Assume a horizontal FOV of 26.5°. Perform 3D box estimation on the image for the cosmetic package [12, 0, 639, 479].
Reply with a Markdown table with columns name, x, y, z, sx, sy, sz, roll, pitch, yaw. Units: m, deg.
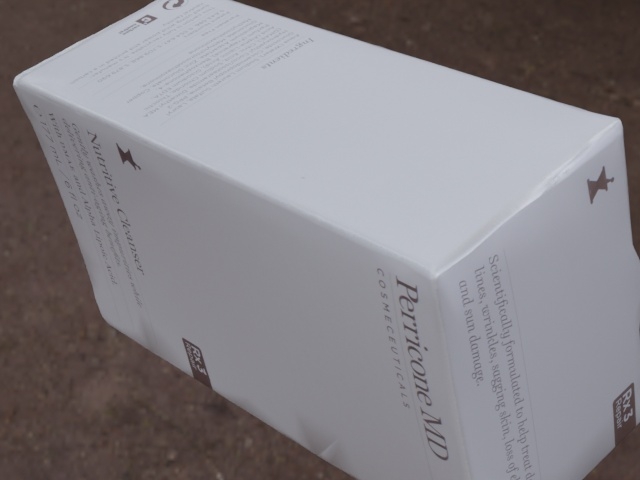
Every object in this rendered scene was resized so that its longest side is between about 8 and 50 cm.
| name | x | y | z | sx | sy | sz | roll | pitch | yaw |
| --- | --- | --- | --- | --- | --- | --- | --- | --- | --- |
| cosmetic package | 0.000 | 0.000 | 0.835 | 0.156 | 0.217 | 0.385 | -35 | 38 | -27 |
